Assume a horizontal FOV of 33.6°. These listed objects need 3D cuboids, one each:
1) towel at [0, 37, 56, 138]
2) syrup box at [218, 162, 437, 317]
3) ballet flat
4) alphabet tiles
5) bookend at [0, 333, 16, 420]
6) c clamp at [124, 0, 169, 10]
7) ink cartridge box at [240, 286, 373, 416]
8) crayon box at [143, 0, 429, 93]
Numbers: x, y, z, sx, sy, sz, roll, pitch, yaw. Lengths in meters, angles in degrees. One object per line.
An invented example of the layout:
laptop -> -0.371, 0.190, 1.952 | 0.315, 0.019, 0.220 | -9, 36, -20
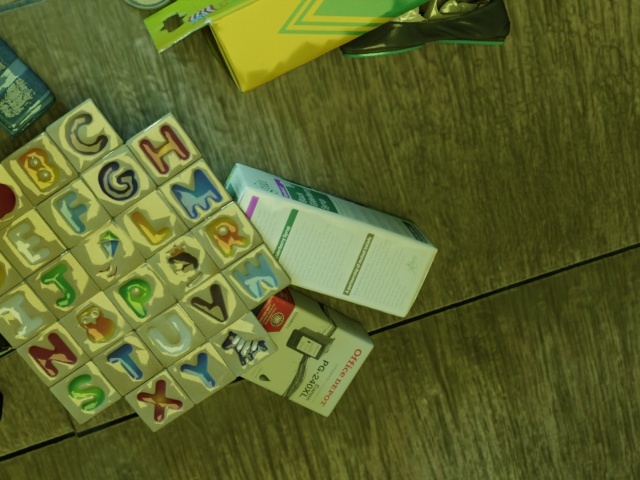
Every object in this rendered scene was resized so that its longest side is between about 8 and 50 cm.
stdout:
towel -> -0.337, -0.169, 1.097 | 0.067, 0.029, 0.119 | -41, 113, 2
syrup box -> 0.000, 0.000, 1.206 | 0.237, 0.093, 0.096 | 19, 105, -19
ballet flat -> 0.114, -0.244, 1.159 | 0.203, 0.074, 0.074 | -8, 111, -17
alphabet tiles -> -0.208, 0.036, 1.121 | 0.285, 0.011, 0.342 | -34, 110, 4
bookend -> -0.388, 0.142, 1.175 | 0.156, 0.072, 0.157 | -28, 114, -3
c clamp -> -0.185, -0.312, 1.086 | 0.161, 0.022, 0.137 | -42, 113, 4
ink cartridge box -> -0.028, 0.127, 1.261 | 0.150, 0.063, 0.109 | 28, 101, -21
crayon box -> -0.014, -0.246, 1.057 | 0.319, 0.202, 0.081 | -27, 113, -2
